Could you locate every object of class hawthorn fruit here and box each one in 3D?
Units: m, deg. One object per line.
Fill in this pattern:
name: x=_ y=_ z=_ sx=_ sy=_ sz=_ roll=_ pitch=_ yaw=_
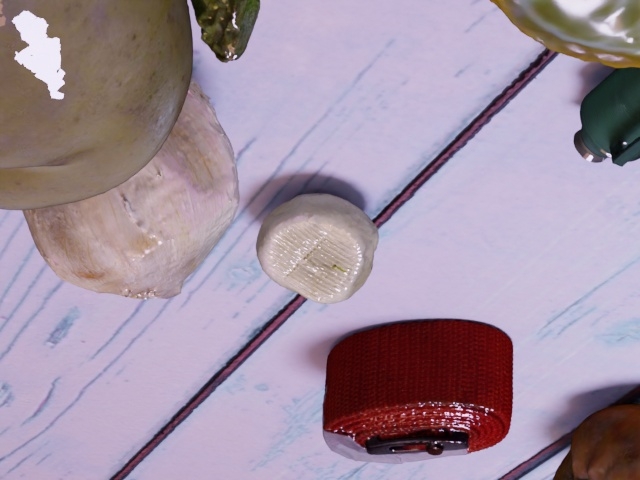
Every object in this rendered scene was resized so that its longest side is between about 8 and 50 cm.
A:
hawthorn fruit: x=0.378 y=0.269 z=1.962 sx=0.251 sy=0.199 sz=0.199 roll=1 pitch=152 yaw=-22

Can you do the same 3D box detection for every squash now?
squash: x=-0.063 y=-0.196 z=1.276 sx=0.105 sy=0.132 sz=0.105 roll=3 pitch=151 yaw=1

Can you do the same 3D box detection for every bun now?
bun: x=0.000 y=0.000 z=1.654 sx=0.115 sy=0.069 sz=0.115 roll=6 pitch=129 yaw=7

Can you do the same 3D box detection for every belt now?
belt: x=0.098 y=0.163 z=1.860 sx=0.201 sy=0.124 sz=0.128 roll=-8 pitch=145 yaw=18

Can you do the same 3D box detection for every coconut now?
coconut: x=-0.155 y=-0.041 z=1.487 sx=0.194 sy=0.194 sz=0.194 roll=3 pitch=149 yaw=2

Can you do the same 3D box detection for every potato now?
potato: x=-0.219 y=-0.168 z=1.248 sx=0.243 sy=0.221 sz=0.326 roll=23 pitch=152 yaw=29

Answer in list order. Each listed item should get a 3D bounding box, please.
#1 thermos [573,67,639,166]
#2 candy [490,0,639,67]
thermos: x=0.266 y=-0.112 z=1.429 sx=0.073 sy=0.083 sz=0.188 roll=-4 pitch=157 yaw=-30
candy: x=0.224 y=-0.219 z=1.233 sx=0.260 sy=0.118 sz=0.260 roll=7 pitch=149 yaw=4
